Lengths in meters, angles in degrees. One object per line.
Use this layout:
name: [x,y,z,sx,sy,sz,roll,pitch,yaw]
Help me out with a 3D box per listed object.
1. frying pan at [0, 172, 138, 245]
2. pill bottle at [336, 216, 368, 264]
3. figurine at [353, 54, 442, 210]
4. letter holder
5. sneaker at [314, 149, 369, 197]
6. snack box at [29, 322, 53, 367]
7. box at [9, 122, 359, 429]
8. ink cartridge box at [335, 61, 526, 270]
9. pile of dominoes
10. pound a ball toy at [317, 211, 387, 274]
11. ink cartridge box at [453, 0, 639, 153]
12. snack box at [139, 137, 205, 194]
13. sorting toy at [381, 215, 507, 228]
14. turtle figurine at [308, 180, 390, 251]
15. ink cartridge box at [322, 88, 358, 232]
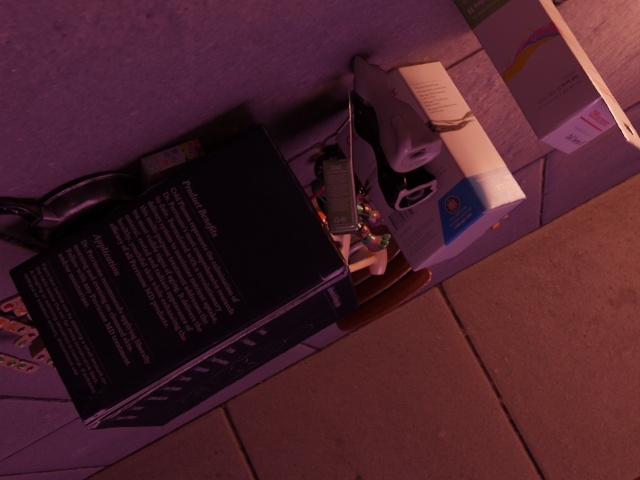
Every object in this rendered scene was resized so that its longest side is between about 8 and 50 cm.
frying pan: [-0.397,-0.055,1.491,0.197,0.053,0.326,-31,167,6]
pill bottle: [0.077,-0.006,2.263,0.078,0.137,0.078,-26,165,-7]
figurine: [0.110,-0.186,1.591,0.092,0.209,0.215,-26,156,-9]
letter holder: [0.111,0.092,2.494,0.301,0.214,0.152,-32,164,17]
sneaker: [0.107,-0.143,1.931,0.276,0.098,0.135,-1,-167,-21]
snack box: [-0.458,0.166,2.055,0.321,0.060,0.187,-24,163,-11]
box: [-0.203,0.090,1.678,0.471,0.297,0.480,-29,169,-2]
ink cartridge box: [0.194,-0.136,1.733,0.129,0.307,0.223,-18,162,-39]
pile of dominoes: [-0.572,0.195,1.864,0.196,0.040,0.251,-38,148,11]
pound a ball toy: [0.000,0.000,2.098,0.208,0.136,0.319,5,180,27]
ink cartridge box: [0.374,-0.265,1.533,0.119,0.354,0.207,-34,163,23]
snack box: [-0.248,-0.108,1.574,0.100,0.037,0.141,-25,165,-20]
sorting toy: [0.312,-0.082,2.263,0.307,0.041,0.229,5,-155,40]
turtle figurine: [0.057,-0.078,2.026,0.118,0.175,0.234,-8,144,42]
ink cartridge box: [0.035,-0.129,1.639,0.056,0.235,0.171,-5,178,3]
